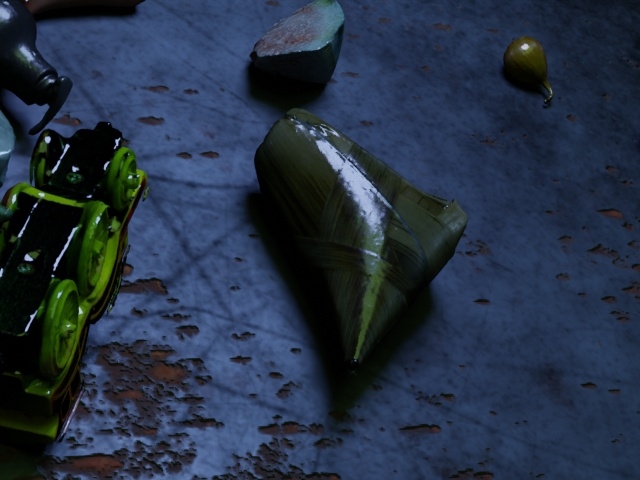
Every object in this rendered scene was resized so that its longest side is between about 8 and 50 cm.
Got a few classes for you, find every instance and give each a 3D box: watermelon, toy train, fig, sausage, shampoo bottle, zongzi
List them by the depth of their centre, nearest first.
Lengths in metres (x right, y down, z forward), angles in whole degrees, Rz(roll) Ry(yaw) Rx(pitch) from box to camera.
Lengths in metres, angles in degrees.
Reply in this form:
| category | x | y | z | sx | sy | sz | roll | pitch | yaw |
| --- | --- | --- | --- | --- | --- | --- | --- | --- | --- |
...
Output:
| category | x | y | z | sx | sy | sz | roll | pitch | yaw |
| --- | --- | --- | --- | --- | --- | --- | --- | --- | --- |
| toy train | -0.229 | 0.028 | 1.460 | 0.100 | 0.160 | 0.296 | 11 | 45 | 8 |
| zongzi | 0.000 | 0.000 | 1.629 | 0.221 | 0.112 | 0.242 | 36 | 45 | 5 |
| shampoo bottle | -0.355 | -0.221 | 1.662 | 0.284 | 0.101 | 0.101 | 40 | 45 | 12 |
| sausage | -0.263 | -0.257 | 1.785 | 0.177 | 0.040 | 0.047 | -13 | 97 | -34 |
| watermelon | -0.016 | -0.218 | 1.855 | 0.094 | 0.081 | 0.180 | 18 | 27 | 12 |
| fig | 0.247 | -0.198 | 1.982 | 0.050 | 0.050 | 0.083 | -29 | 84 | -41 |

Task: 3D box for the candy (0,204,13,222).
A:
| category | x | y | z | sx | sy | sz | roll | pitch | yaw |
| --- | --- | --- | --- | --- | --- | --- | --- | --- | --- |
| candy | -0.362 | -0.070 | 1.468 | 0.305 | 0.083 | 0.091 | 23 | 17 | 34 |

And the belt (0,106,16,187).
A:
| category | x | y | z | sx | sy | sz | roll | pitch | yaw |
| --- | --- | --- | --- | --- | --- | --- | --- | --- | --- |
| belt | -0.350 | -0.098 | 1.585 | 0.140 | 0.058 | 0.105 | 38 | 39 | 15 |
